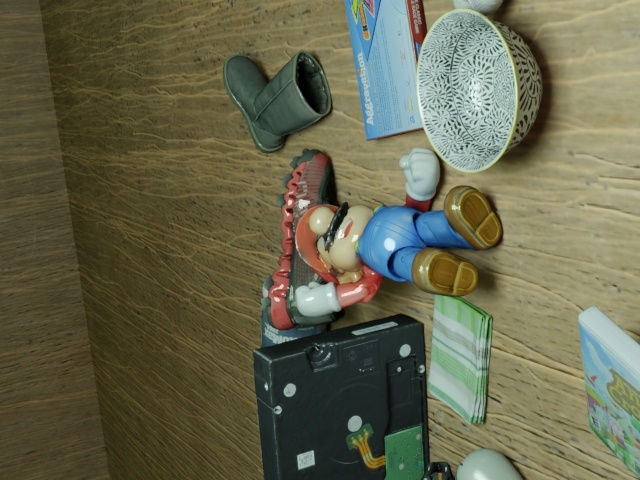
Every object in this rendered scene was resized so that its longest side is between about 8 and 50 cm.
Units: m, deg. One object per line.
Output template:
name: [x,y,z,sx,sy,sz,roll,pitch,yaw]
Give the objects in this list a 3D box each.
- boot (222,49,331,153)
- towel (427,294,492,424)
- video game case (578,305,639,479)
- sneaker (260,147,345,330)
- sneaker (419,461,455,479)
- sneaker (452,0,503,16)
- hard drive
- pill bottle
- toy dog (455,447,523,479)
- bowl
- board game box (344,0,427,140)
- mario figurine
boot: [-0.072,-0.242,1.442,0.190,0.076,0.208,61,158,4]
towel: [0.171,0.145,1.175,0.113,0.023,0.152,31,126,55]
video game case: [0.312,0.184,0.831,0.212,0.023,0.193,50,166,45]
sneaker: [0.000,0.000,1.370,0.135,0.097,0.276,4,80,20]
sneaker: [0.147,0.341,1.193,0.178,0.072,0.077,-99,14,-78]
sneaker: [0.122,-0.328,1.004,0.252,0.103,0.111,57,144,37]
hard drive: [0.035,0.286,1.259,0.064,0.236,0.339,20,118,60]
pill bottle: [-0.043,0.151,1.497,0.108,0.108,0.180,40,135,51]
toy dog: [0.227,0.384,1.005,0.333,0.161,0.220,26,122,57]
bowl: [0.181,-0.160,0.977,0.170,0.080,0.170,35,130,55]
board game box: [0.082,-0.275,1.182,0.145,0.027,0.281,-2,98,61]
mario figurine: [0.060,-0.005,1.158,0.320,0.198,0.170,-2,110,59]
